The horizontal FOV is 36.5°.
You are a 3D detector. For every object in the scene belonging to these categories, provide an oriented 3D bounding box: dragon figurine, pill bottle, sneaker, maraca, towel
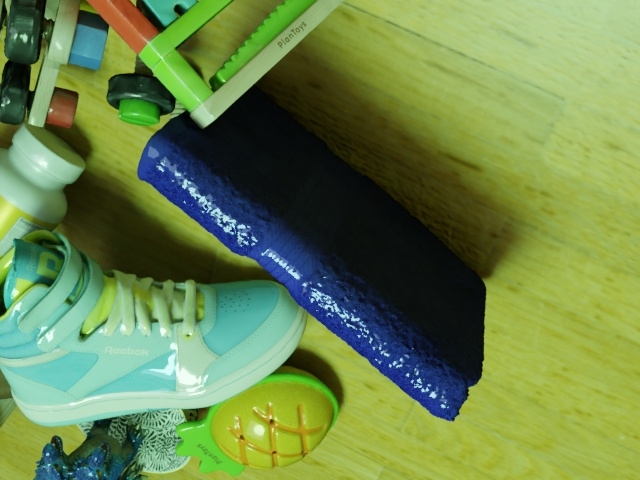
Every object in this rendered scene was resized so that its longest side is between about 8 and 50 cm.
[{"bbox_3d":[-0.261,0.282,1.074,0.085,0.144,0.289,26,131,8],"label":"dragon figurine"},{"bbox_3d":[-0.323,-0.027,0.979,0.103,0.103,0.184,40,97,-4],"label":"pill bottle"},{"bbox_3d":[-0.185,0.066,0.931,0.319,0.127,0.208,-16,133,6],"label":"sneaker"},{"bbox_3d":[-0.068,0.199,1.039,0.185,0.099,0.127,-30,124,17],"label":"maraca"},{"bbox_3d":[0.000,0.000,0.793,0.308,0.228,0.076,39,114,-5],"label":"towel"}]

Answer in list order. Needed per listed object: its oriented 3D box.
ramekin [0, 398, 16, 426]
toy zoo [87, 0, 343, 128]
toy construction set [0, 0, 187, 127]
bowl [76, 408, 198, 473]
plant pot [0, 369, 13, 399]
[{"bbox_3d":[-0.470,0.164,1.224,0.207,0.109,0.207,14,127,19],"label":"ramekin"},{"bbox_3d":[-0.117,-0.251,0.700,0.293,0.192,0.030,48,155,-11],"label":"toy zoo"},{"bbox_3d":[-0.267,-0.232,0.798,0.308,0.257,0.237,4,81,5],"label":"toy construction set"},{"bbox_3d":[-0.203,0.180,1.120,0.170,0.080,0.170,14,127,19],"label":"bowl"},{"bbox_3d":[-0.384,0.111,1.066,0.167,0.165,0.167,11,105,45],"label":"plant pot"}]
